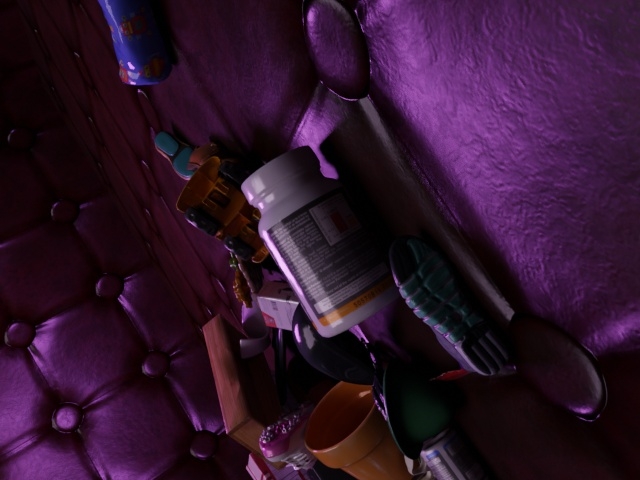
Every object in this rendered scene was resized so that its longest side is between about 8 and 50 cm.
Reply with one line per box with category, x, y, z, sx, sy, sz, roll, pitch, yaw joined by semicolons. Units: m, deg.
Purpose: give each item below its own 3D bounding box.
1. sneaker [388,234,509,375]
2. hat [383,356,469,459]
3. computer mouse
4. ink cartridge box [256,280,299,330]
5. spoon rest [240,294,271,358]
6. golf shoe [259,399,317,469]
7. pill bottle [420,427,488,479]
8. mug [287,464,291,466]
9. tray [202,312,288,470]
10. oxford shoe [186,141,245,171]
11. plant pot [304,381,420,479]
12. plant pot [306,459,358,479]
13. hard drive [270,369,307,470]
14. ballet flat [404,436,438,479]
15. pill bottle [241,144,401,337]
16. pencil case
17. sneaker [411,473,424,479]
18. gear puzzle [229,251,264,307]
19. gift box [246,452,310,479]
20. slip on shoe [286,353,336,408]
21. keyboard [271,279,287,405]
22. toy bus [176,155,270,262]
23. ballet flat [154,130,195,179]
sneaker;0.162;0.098;0.844;0.224;0.083;0.098;55;162;10
hat;0.217;0.265;0.998;0.208;0.183;0.173;-9;-99;-67
computer mouse;0.033;0.210;1.074;0.272;0.072;0.188;43;-167;-32
ink cartridge box;-0.063;0.150;1.343;0.135;0.056;0.099;7;131;24
spoon rest;-0.182;0.245;1.691;0.276;0.084;0.137;-105;15;-72
golf shoe;-0.048;0.454;1.341;0.306;0.115;0.140;15;-128;-79
pill bottle;0.245;0.409;1.055;0.137;0.078;0.078;55;157;13
mug;-0.080;0.623;1.923;0.113;0.169;0.150;11;93;18
tray;-0.193;0.384;1.571;0.203;0.076;0.411;48;-176;-33
oxford shoe;-0.240;-0.189;1.368;0.212;0.076;0.076;13;90;47
plant pot;0.103;0.408;1.233;0.188;0.205;0.205;48;161;-14
plant pot;0.067;0.594;1.552;0.187;0.167;0.188;50;157;24
hard drive;-0.074;0.538;1.802;0.339;0.064;0.237;51;-177;23
ballet flat;0.209;0.442;1.172;0.077;0.079;0.221;-4;115;63
pill bottle;0.000;0.000;0.956;0.278;0.162;0.162;59;158;2
pencil case;-0.417;-0.487;1.296;0.133;0.119;0.306;51;158;42
sneaker;0.205;0.581;1.333;0.282;0.099;0.153;43;153;38
gear puzzle;-0.182;0.075;1.415;0.339;0.044;0.175;-107;-4;-69
gift box;-0.101;0.820;2.083;0.276;0.255;0.258;54;156;22
slip on shoe;0.008;0.411;1.524;0.331;0.123;0.101;43;149;46
keyboard;-0.105;0.251;1.558;0.201;0.033;0.317;-116;25;-63
toy bus;-0.169;-0.050;1.286;0.220;0.149;0.211;35;174;7
ballet flat;-0.364;-0.221;1.605;0.232;0.080;0.073;45;-178;37
